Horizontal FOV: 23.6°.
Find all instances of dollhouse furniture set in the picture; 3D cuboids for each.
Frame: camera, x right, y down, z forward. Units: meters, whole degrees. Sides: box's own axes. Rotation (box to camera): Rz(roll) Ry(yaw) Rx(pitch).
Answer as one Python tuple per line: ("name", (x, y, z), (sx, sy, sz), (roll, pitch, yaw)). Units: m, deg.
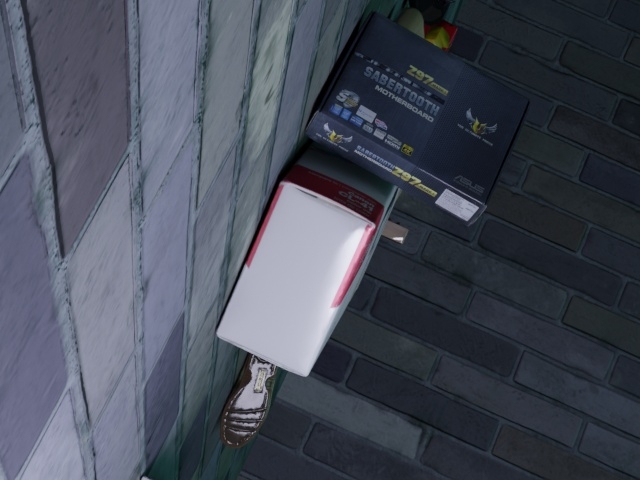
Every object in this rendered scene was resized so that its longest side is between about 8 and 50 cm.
("dollhouse furniture set", (0.083, -0.081, 2.386), (0.144, 0.151, 0.123), (18, 96, -88))

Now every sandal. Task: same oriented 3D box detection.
("sandal", (0.204, -0.427, 2.321), (0.097, 0.054, 0.254), (-20, 145, -41))

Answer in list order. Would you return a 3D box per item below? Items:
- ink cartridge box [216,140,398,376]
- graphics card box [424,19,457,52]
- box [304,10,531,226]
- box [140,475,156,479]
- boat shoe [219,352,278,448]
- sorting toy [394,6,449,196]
("ink cartridge box", (0.000, 0.000, 1.920), (0.306, 0.131, 0.226), (-53, 167, -67))
("graphics card box", (0.106, -0.179, 2.528), (0.371, 0.094, 0.233), (110, 6, -54))
("box", (0.121, -0.149, 1.852), (0.183, 0.233, 0.059), (-62, -176, -35))
("box", (-0.199, 0.382, 1.876), (0.290, 0.087, 0.169), (94, 21, -81))
("boat shoe", (-0.108, 0.239, 2.445), (0.072, 0.068, 0.190), (-140, -106, -82))
("sorting toy", (0.139, -0.221, 2.264), (0.307, 0.041, 0.229), (-56, 145, -42))
